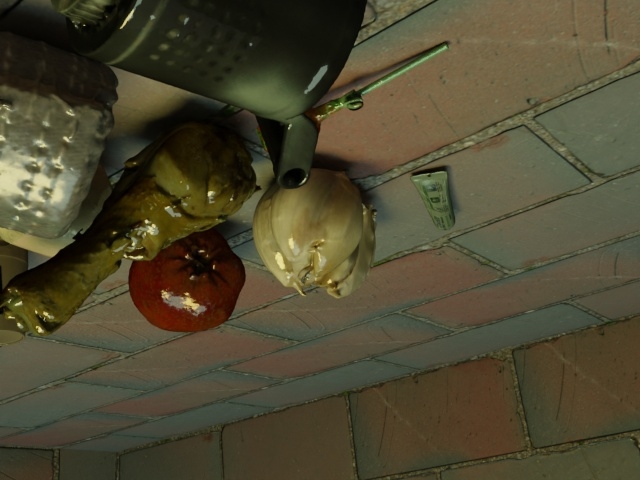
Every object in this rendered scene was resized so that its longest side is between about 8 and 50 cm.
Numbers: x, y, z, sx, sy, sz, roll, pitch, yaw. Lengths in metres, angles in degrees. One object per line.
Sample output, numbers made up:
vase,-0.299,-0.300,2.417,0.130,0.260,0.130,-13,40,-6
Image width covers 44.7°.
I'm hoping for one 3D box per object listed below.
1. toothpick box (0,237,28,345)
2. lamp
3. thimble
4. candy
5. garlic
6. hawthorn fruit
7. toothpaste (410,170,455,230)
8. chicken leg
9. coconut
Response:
toothpick box,-0.574,0.086,1.372,0.111,0.180,0.111,-6,159,-2
lamp,-0.108,-0.229,0.712,0.272,0.205,0.374,-2,140,-23
thimble,-0.351,-0.121,0.909,0.172,0.205,0.236,15,146,-30
candy,0.042,-0.190,1.046,0.288,0.078,0.084,-24,149,20
garlic,-0.016,-0.004,1.291,0.185,0.203,0.281,9,164,13
hawthorn fruit,-0.253,0.078,1.429,0.205,0.205,0.253,4,160,-23
toothpaste,0.211,-0.069,1.398,0.064,0.041,0.218,-7,154,15
chicken leg,-0.250,-0.016,1.042,0.429,0.153,0.201,-44,179,-26
coconut,-0.377,-0.054,1.124,0.171,0.170,0.183,-24,150,35
